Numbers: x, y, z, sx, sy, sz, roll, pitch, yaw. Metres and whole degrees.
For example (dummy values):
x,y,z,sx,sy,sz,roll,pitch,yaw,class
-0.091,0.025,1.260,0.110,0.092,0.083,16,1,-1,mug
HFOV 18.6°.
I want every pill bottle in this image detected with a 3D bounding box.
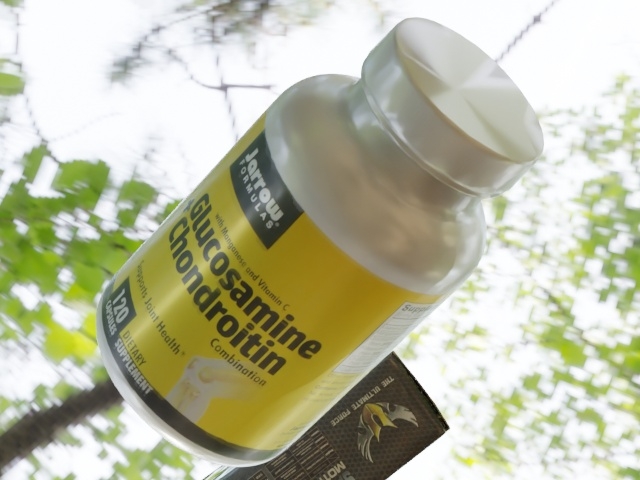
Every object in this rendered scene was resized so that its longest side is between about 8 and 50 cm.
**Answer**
x,y,z,sx,sy,sz,roll,pitch,yaw,class
0.000,0.000,0.774,0.103,0.103,0.184,33,-59,-19,pill bottle

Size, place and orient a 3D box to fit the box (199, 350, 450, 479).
x,y,z,sx,sy,sz,roll,pitch,yaw,class
-0.057,0.162,1.069,0.233,0.183,0.059,-36,-93,-23,box
